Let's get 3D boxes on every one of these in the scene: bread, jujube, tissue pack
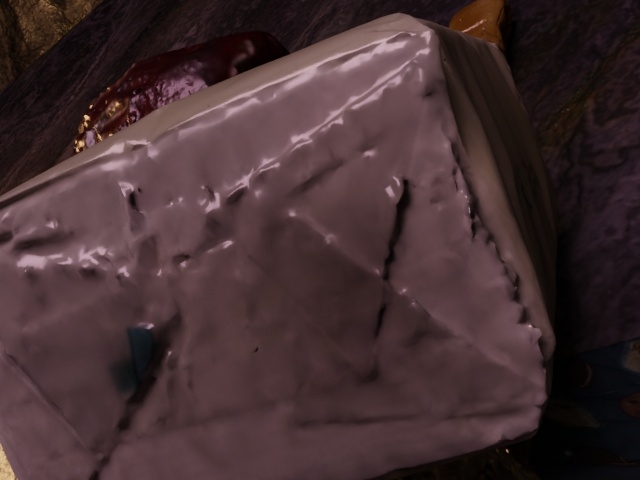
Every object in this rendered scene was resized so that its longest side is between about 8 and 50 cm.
[{"bbox_3d":[0.171,-0.215,0.851,0.074,0.053,0.132,-17,41,36],"label":"bread"},{"bbox_3d":[-0.159,-0.122,0.960,0.376,0.258,0.258,2,56,43],"label":"jujube"},{"bbox_3d":[0.000,0.000,0.517,0.297,0.207,0.380,-21,6,18],"label":"tissue pack"}]

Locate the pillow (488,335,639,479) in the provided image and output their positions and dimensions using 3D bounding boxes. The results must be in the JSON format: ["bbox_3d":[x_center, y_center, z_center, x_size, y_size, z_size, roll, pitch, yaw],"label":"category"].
[{"bbox_3d":[0.201,0.114,0.383,0.188,0.034,0.255,-14,22,-18],"label":"pillow"}]
